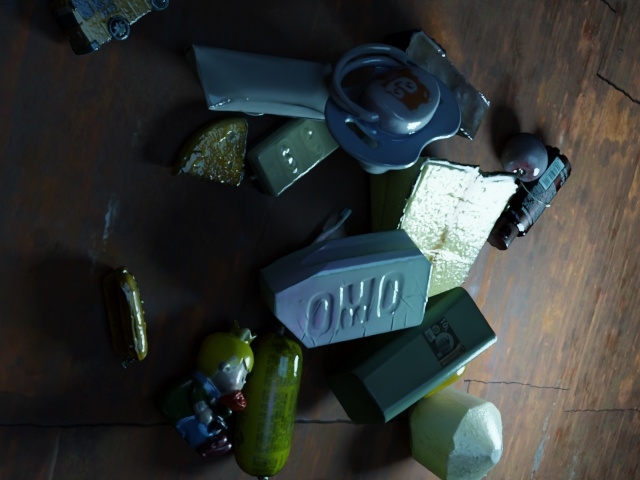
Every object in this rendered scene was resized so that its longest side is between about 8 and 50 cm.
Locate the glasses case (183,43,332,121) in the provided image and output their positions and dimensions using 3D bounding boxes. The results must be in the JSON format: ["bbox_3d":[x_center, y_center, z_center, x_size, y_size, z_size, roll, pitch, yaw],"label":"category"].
[{"bbox_3d":[-0.108,-0.282,1.217,0.308,0.083,0.128,-3,75,-38],"label":"glasses case"}]

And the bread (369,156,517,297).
[{"bbox_3d":[0.279,-0.005,1.543,0.345,0.242,0.405,-8,104,-34],"label":"bread"}]

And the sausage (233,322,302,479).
[{"bbox_3d":[-0.110,0.340,1.377,0.123,0.123,0.347,2,100,-39],"label":"sausage"}]

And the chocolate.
[{"bbox_3d":[0.248,-0.351,1.489,0.321,0.112,0.112,30,86,-41],"label":"chocolate"}]

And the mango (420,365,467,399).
[{"bbox_3d":[0.299,0.347,1.717,0.178,0.115,0.090,-34,92,-12],"label":"mango"}]

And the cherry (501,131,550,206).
[{"bbox_3d":[0.568,-0.209,1.773,0.188,0.148,0.115,33,116,-18],"label":"cherry"}]

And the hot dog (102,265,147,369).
[{"bbox_3d":[-0.341,0.136,1.172,0.055,0.072,0.188,-30,122,-54],"label":"hot dog"}]

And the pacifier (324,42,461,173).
[{"bbox_3d":[0.123,-0.228,1.305,0.299,0.244,0.233,-35,158,-31],"label":"pacifier"}]

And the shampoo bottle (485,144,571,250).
[{"bbox_3d":[0.576,-0.112,1.836,0.323,0.084,0.129,-50,124,-16],"label":"shampoo bottle"}]

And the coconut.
[{"bbox_3d":[0.362,0.513,1.727,0.239,0.244,0.239,-12,110,-36],"label":"coconut"}]

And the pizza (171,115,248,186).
[{"bbox_3d":[-0.190,-0.157,1.231,0.178,0.041,0.131,-53,125,-15],"label":"pizza"}]

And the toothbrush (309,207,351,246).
[{"bbox_3d":[0.000,0.000,1.440,0.204,0.022,0.017,-47,142,-19],"label":"toothbrush"}]

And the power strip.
[{"bbox_3d":[-0.043,-0.194,1.321,0.256,0.070,0.105,-41,124,-22],"label":"power strip"}]

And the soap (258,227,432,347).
[{"bbox_3d":[0.049,0.103,1.383,0.346,0.115,0.208,-8,123,-20],"label":"soap"}]

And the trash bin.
[{"bbox_3d":[0.208,0.277,1.538,0.343,0.223,0.158,-33,89,-26],"label":"trash bin"}]

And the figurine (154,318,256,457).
[{"bbox_3d":[-0.188,0.280,1.266,0.234,0.185,0.127,-41,143,-21],"label":"figurine"}]

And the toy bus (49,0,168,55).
[{"bbox_3d":[-0.325,-0.376,1.029,0.182,0.091,0.103,-46,124,-22],"label":"toy bus"}]
